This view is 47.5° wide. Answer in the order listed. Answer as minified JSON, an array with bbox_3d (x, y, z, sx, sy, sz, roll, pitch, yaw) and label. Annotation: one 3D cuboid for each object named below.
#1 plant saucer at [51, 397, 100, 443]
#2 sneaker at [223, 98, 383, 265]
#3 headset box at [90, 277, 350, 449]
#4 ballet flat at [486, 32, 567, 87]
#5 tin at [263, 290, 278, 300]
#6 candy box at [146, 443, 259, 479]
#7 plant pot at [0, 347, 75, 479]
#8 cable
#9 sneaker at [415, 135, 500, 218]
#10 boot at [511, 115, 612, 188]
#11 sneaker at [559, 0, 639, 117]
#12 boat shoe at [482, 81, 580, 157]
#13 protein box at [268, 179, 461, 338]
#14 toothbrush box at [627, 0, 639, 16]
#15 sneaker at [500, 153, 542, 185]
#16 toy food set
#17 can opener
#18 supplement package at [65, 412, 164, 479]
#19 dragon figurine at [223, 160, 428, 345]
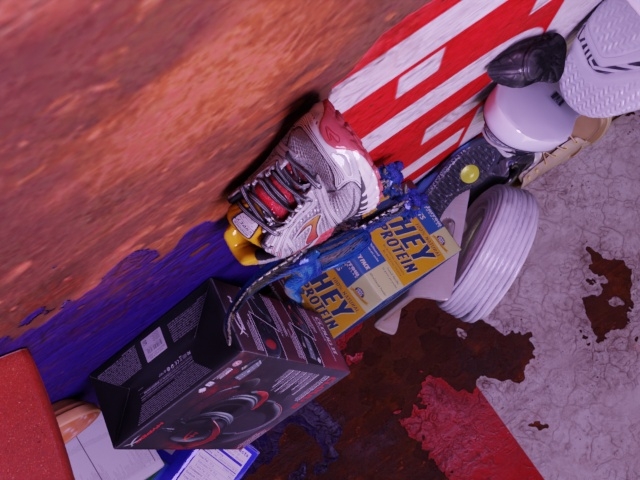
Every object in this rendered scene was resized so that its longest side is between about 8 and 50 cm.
[{"bbox_3d":[-0.384,0.265,0.944,0.200,0.037,0.200,-34,170,-7],"label":"plant saucer"},{"bbox_3d":[-0.021,-0.030,0.583,0.092,0.088,0.225,-30,170,-24],"label":"sneaker"},{"bbox_3d":[-0.114,0.179,0.971,0.218,0.110,0.293,-38,150,15],"label":"headset box"},{"bbox_3d":[0.242,-0.206,0.824,0.049,0.058,0.173,8,-162,34],"label":"ballet flat"},{"bbox_3d":[-0.023,0.091,1.228,0.106,0.040,0.189,2,-158,45],"label":"tin"},{"bbox_3d":[-0.297,0.450,1.335,0.317,0.122,0.268,-52,-155,-17],"label":"candy box"},{"bbox_3d":[-0.337,0.285,0.578,0.267,0.236,0.267,-41,169,33],"label":"plant pot"},{"bbox_3d":[0.290,0.018,1.283,0.257,0.089,0.257,-64,-178,-36],"label":"cable"},{"bbox_3d":[0.203,-0.098,1.192,0.209,0.069,0.082,-47,-159,16],"label":"sneaker"},{"bbox_3d":[0.522,-0.213,1.653,0.203,0.095,0.262,-31,174,-21],"label":"boot"},{"bbox_3d":[0.467,-0.289,0.879,0.210,0.137,0.366,-19,159,-52],"label":"sneaker"},{"bbox_3d":[0.266,-0.157,0.968,0.102,0.108,0.301,-43,176,34],"label":"boat shoe"},{"bbox_3d":[0.065,0.040,1.112,0.199,0.136,0.201,-27,168,-41],"label":"protein box"},{"bbox_3d":[0.402,-0.254,0.570,0.295,0.216,0.126,-40,170,32],"label":"toothbrush box"},{"bbox_3d":[0.381,-0.136,1.591,0.106,0.078,0.234,-26,164,-33],"label":"sneaker"},{"bbox_3d":[0.189,0.042,1.343,0.306,0.092,0.220,119,-15,-69],"label":"toy food set"},{"bbox_3d":[0.299,-0.139,1.326,0.093,0.074,0.280,4,155,-16],"label":"can opener"},{"bbox_3d":[-0.394,0.375,1.153,0.134,0.139,0.244,-38,170,22],"label":"supplement package"},{"bbox_3d":[0.000,0.000,0.825,0.289,0.085,0.144,-30,169,-37],"label":"dragon figurine"}]
